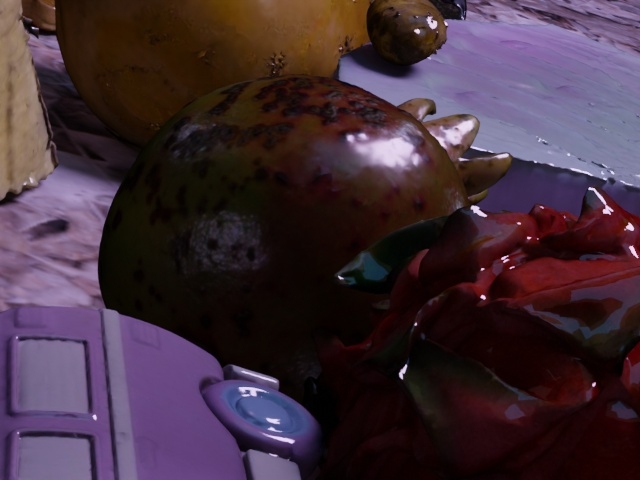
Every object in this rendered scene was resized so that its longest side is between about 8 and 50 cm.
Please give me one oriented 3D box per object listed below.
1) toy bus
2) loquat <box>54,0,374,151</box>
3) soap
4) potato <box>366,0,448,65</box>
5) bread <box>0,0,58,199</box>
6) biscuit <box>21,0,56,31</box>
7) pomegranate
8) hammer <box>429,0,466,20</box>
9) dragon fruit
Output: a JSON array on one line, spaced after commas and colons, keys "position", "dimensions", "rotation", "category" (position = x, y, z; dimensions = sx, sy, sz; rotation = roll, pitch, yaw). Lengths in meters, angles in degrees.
[{"position": [-0.078, 0.127, 0.614], "dimensions": [0.142, 0.142, 0.202], "rotation": [19, 19, -17], "category": "toy bus"}, {"position": [-0.075, -0.164, 1.230], "dimensions": [0.235, 0.235, 0.235], "rotation": [17, 21, -7], "category": "loquat"}, {"position": [0.133, -0.037, 1.194], "dimensions": [0.261, 0.156, 0.446], "rotation": [24, 22, 14], "category": "soap"}, {"position": [0.055, -0.137, 1.108], "dimensions": [0.051, 0.040, 0.083], "rotation": [7, 21, -7], "category": "potato"}, {"position": [-0.272, -0.144, 1.066], "dimensions": [0.240, 0.178, 0.135], "rotation": [22, 22, 13], "category": "bread"}, {"position": [-0.264, -0.234, 1.503], "dimensions": [0.225, 0.036, 0.166], "rotation": [33, 25, 25], "category": "biscuit"}, {"position": [0.009, 0.009, 0.887], "dimensions": [0.246, 0.198, 0.198], "rotation": [-3, 29, -34], "category": "pomegranate"}, {"position": [-0.030, -0.283, 1.796], "dimensions": [0.243, 0.095, 0.409], "rotation": [10, 17, -24], "category": "hammer"}, {"position": [0.102, 0.124, 0.704], "dimensions": [0.234, 0.293, 0.234], "rotation": [-7, -13, -2], "category": "dragon fruit"}]
